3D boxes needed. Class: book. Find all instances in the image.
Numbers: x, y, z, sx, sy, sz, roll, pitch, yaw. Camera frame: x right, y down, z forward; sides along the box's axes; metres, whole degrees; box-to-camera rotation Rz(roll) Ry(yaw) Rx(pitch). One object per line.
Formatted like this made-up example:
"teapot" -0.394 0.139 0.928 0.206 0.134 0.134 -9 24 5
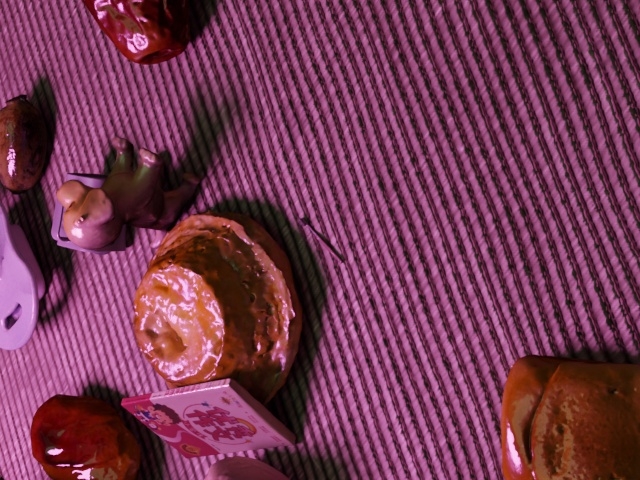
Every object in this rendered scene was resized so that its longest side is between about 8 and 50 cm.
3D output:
"book" -0.171 0.273 1.592 0.231 0.162 0.022 -14 42 36

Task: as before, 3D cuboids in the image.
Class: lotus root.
"lotus root" -0.526 -0.167 1.846 0.080 0.089 0.179 -147 57 -62

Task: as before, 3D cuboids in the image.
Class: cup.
"cup" -0.384 -0.043 1.727 0.095 0.128 0.130 10 97 37

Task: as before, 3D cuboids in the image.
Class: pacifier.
"pacifier" -0.620 0.064 1.844 0.244 0.233 0.299 -41 69 35

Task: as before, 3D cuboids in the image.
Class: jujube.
"jujube" -0.284 -0.400 1.601 0.190 0.190 0.255 -17 90 36

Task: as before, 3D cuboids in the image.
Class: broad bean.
"broad bean" -0.390 0.346 1.766 0.228 0.122 0.156 23 81 27

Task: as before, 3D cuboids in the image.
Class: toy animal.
"toy animal" -0.293 -0.067 1.603 0.121 0.233 0.169 23 99 27

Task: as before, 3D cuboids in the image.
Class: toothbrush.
"toothbrush" 0.000 0.000 1.518 0.097 0.008 0.006 46 132 24

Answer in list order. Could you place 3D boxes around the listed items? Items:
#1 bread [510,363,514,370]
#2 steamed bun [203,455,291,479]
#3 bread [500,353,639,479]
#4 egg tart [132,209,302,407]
"bread" 0.300 0.239 1.276 0.125 0.068 0.188 -3 91 36
"steamed bun" -0.116 0.436 1.537 0.170 0.200 0.226 21 108 -8
"bread" 0.348 0.216 1.147 0.294 0.132 0.167 3 82 15
"egg tart" -0.175 0.117 1.586 0.341 0.129 0.341 4 97 35
